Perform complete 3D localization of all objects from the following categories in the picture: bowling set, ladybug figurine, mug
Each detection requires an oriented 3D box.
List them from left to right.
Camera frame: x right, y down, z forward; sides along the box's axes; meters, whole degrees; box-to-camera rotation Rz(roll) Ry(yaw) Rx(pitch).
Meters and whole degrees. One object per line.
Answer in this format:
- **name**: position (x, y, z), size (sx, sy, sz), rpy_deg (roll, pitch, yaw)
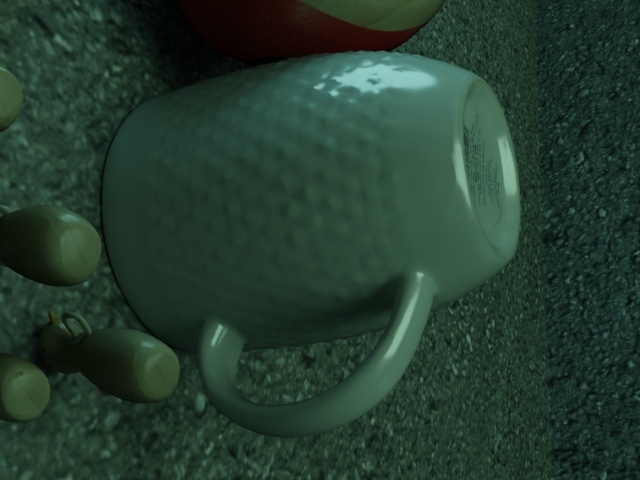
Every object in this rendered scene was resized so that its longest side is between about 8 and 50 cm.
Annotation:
- **bowling set**: position (-0.245, 0.039, 0.525), size (0.200, 0.154, 0.287), rpy_deg (-41, 121, -37)
- **ladybug figurine**: position (-0.020, -0.296, 0.902), size (0.449, 0.305, 0.162), rpy_deg (-37, 156, -58)
- **mug**: position (0.000, 0.000, 0.751), size (0.276, 0.328, 0.374), rpy_deg (49, 42, -44)
